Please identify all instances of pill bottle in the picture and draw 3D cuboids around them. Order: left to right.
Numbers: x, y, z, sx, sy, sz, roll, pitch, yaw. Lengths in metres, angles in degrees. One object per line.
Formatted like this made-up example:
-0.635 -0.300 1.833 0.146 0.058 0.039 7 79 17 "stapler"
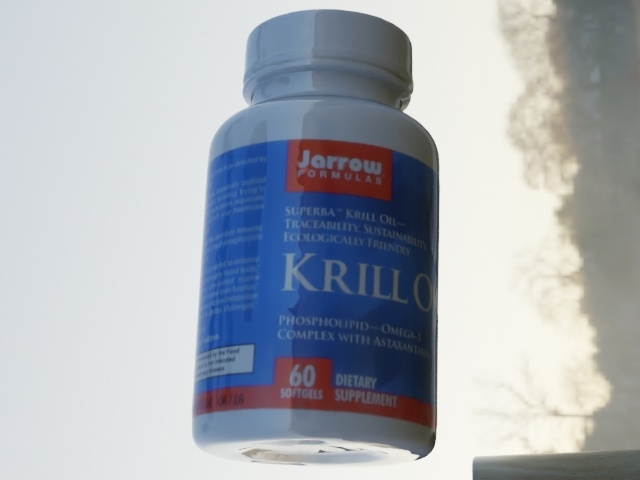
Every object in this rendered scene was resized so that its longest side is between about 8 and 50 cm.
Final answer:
0.000 0.000 0.674 0.124 0.124 0.222 44 -135 -67 "pill bottle"

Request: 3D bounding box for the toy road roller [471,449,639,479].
0.177 0.326 0.881 0.240 0.202 0.330 -77 -19 -64 "toy road roller"
